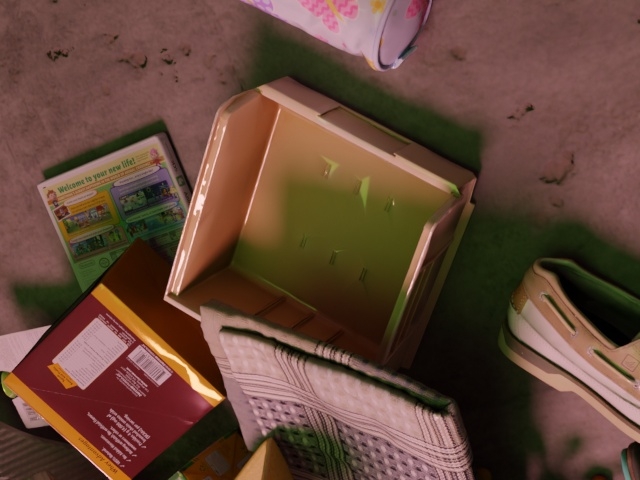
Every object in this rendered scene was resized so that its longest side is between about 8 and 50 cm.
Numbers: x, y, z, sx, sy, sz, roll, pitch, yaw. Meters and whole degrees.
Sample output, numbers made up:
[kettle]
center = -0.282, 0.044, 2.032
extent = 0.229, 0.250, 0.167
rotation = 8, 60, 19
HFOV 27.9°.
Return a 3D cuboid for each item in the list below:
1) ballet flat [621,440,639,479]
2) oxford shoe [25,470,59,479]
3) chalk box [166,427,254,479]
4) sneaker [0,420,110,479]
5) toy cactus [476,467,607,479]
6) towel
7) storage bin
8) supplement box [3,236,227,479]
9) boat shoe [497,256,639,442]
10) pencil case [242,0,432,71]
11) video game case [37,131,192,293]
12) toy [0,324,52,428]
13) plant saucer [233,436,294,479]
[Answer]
[ballet flat]
center = 0.386, 0.311, 1.276
extent = 0.096, 0.095, 0.280
rotation = -16, 109, 24
[oxford shoe]
center = -0.258, 0.478, 1.612
extent = 0.449, 0.130, 0.169
rotation = 55, 166, -24
[chalk box]
center = -0.157, 0.355, 1.580
extent = 0.132, 0.132, 0.213
rotation = 50, 124, 6
[sneaker]
center = -0.445, 0.316, 1.671
extent = 0.366, 0.135, 0.150
rotation = 24, 124, -9
[toy cactus]
center = 0.223, 0.311, 1.375
extent = 0.219, 0.112, 0.180
rotation = 22, 136, 20
[towel]
center = 0.026, 0.219, 1.341
extent = 0.324, 0.056, 0.312
rotation = 20, 145, 33
[storage bin]
center = 0.000, 0.000, 1.365
extent = 0.262, 0.123, 0.260
rotation = 29, 120, 19
[supplement box]
center = -0.222, 0.143, 1.501
extent = 0.191, 0.129, 0.194
rotation = 44, 116, -8
[boat shoe]
center = 0.314, 0.117, 1.228
extent = 0.302, 0.113, 0.103
rotation = 26, 124, 22
[pencil case]
center = -0.023, -0.269, 1.289
extent = 0.273, 0.113, 0.124
rotation = 27, 128, 20
[video game case]
center = -0.231, -0.011, 1.559
extent = 0.212, 0.023, 0.193
rotation = -17, 98, 35
[toy]
center = -0.293, 0.154, 1.627
extent = 0.237, 0.056, 0.137
rotation = -13, 111, 19
[plant saucer]
center = -0.111, 0.428, 1.341
extent = 0.081, 0.333, 0.333
rotation = 27, 124, -13
